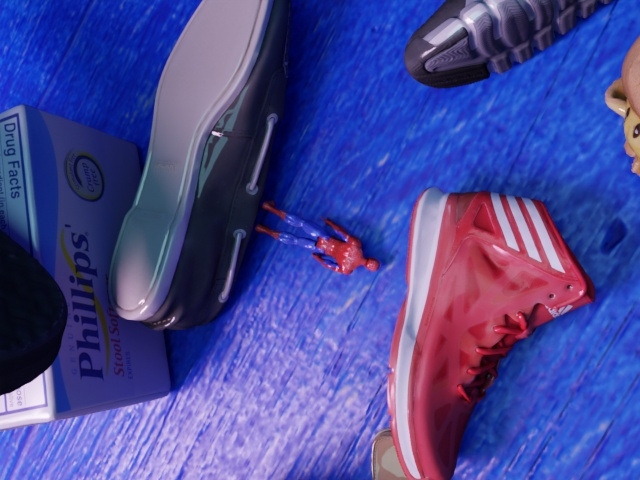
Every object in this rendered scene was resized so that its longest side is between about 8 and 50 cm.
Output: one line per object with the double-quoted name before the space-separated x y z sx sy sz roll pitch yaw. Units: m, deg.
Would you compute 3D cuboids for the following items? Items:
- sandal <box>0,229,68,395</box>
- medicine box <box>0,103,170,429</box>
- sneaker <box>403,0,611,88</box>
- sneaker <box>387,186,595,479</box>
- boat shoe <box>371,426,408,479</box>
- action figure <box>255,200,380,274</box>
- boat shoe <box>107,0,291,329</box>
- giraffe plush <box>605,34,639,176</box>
"sandal" -0.376 -0.018 0.509 0.446 0.167 0.107 40 119 24
"medicine box" -0.317 0.051 0.638 0.289 0.149 0.263 -15 78 23
"sneaker" 0.148 -0.217 0.490 0.228 0.086 0.132 -28 69 10
"sneaker" 0.123 0.070 0.465 0.128 0.087 0.221 2 87 27
"boat shoe" 0.065 0.213 0.500 0.050 0.045 0.135 -19 77 22
"action figure" 0.000 0.000 0.560 0.115 0.030 0.038 26 100 25
"boat shoe" -0.092 -0.081 0.590 0.112 0.095 0.335 18 89 40
"giraffe plush" 0.260 -0.104 0.396 0.170 0.181 0.210 -27 109 31
